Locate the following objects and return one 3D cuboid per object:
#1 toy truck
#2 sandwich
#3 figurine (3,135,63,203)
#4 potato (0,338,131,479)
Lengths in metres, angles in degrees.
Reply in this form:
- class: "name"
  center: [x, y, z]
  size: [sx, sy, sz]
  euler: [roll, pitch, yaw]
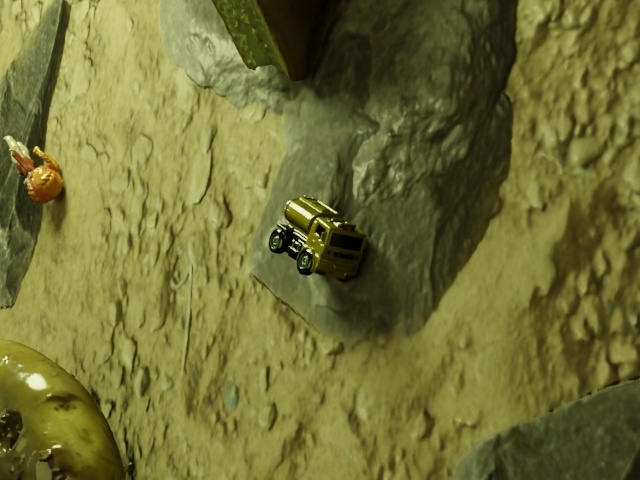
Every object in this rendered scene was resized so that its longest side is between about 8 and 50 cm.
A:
- class: "toy truck"
  center: [0.000, 0.000, 1.235]
  size: [0.083, 0.049, 0.054]
  euler: [35, 109, 52]
- class: "sandwich"
  center: [-0.047, -0.269, 1.295]
  size: [0.122, 0.128, 0.236]
  euler: [26, 103, 61]
- class: "figurine"
  center: [-0.335, -0.089, 1.700]
  size: [0.047, 0.064, 0.109]
  euler: [-47, 54, 8]
- class: "potato"
  center: [-0.278, 0.208, 1.468]
  size: [0.296, 0.141, 0.192]
  euler: [38, 141, 53]
